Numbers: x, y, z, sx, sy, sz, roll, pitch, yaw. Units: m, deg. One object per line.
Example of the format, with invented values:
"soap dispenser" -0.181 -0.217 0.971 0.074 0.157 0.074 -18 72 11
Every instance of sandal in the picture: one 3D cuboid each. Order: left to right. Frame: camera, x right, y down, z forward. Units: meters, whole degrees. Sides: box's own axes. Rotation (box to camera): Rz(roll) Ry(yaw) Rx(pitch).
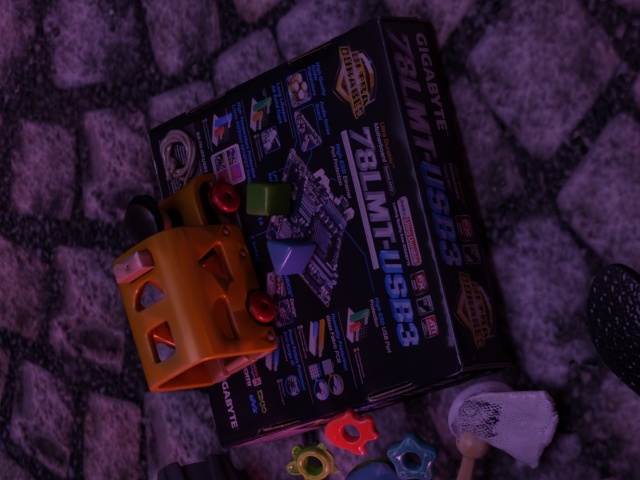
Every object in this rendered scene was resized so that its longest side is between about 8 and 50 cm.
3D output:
"sandal" 0.257 0.094 1.428 0.179 0.040 0.067 54 133 8

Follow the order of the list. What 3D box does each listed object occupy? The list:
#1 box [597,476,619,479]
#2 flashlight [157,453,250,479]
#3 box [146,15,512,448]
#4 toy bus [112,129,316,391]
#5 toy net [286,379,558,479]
"box" 0.189 0.327 1.395 0.232 0.058 0.322 -21 106 42
"flashlight" -0.072 0.328 1.653 0.103 0.103 0.304 100 157 -49
"box" 0.000 0.000 1.633 0.293 0.073 0.296 -23 77 41
"toy bus" -0.119 0.025 1.629 0.202 0.104 0.191 27 111 40
"toy net" 0.088 0.157 1.561 0.232 0.045 0.122 -34 99 30
